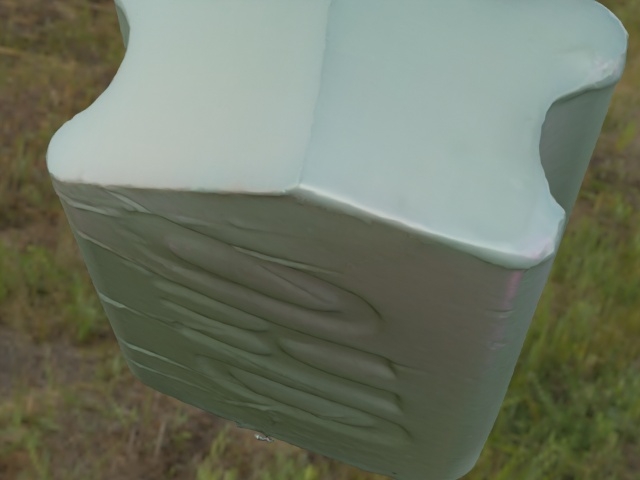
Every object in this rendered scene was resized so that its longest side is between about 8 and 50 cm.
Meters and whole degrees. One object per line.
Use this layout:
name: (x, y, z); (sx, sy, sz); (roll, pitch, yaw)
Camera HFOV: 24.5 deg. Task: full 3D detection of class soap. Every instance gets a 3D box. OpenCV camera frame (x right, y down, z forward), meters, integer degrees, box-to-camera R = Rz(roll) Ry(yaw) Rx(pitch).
soap: (0.000, 0.000, 0.560); (0.173, 0.095, 0.289); (19, -21, 8)
